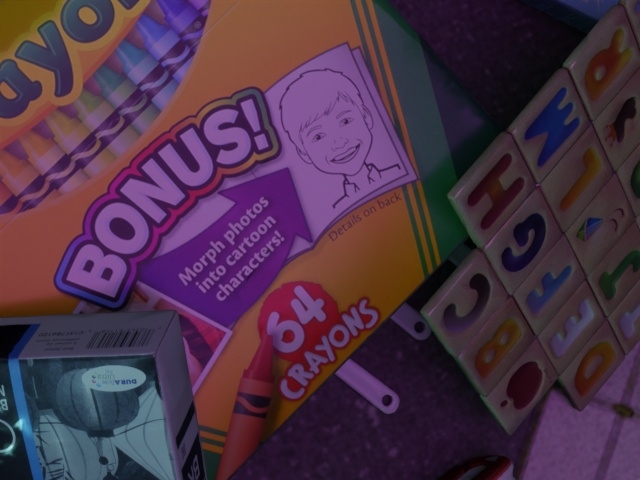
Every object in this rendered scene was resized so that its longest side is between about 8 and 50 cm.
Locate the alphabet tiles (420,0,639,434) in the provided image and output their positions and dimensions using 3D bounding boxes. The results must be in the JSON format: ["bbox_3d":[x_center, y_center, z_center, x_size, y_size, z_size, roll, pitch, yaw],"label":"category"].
[{"bbox_3d":[0.211,-0.031,1.020,0.342,0.011,0.285,-48,139,-11],"label":"alphabet tiles"}]

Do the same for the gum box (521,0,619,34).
[{"bbox_3d":[0.207,-0.240,1.084,0.184,0.041,0.157,24,84,-17],"label":"gum box"}]

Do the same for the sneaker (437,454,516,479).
[{"bbox_3d":[0.077,0.263,1.029,0.221,0.087,0.128,-34,99,-13],"label":"sneaker"}]

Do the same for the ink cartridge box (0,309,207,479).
[{"bbox_3d":[-0.145,0.204,0.887,0.165,0.065,0.333,-4,113,9],"label":"ink cartridge box"}]

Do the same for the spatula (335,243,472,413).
[{"bbox_3d":[0.000,0.000,1.035,0.242,0.019,0.168,37,80,-14],"label":"spatula"}]

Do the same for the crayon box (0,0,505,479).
[{"bbox_3d":[-0.098,-0.036,0.944,0.363,0.106,0.313,-45,103,-6],"label":"crayon box"}]
